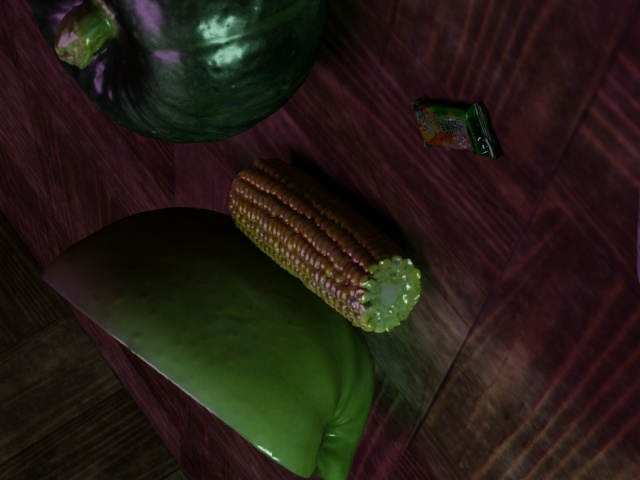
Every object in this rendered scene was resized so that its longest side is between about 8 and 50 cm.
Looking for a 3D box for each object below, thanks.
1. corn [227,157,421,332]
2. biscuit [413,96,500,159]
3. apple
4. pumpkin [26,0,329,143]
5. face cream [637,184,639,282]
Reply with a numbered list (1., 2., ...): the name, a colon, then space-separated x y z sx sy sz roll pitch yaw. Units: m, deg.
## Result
1. corn: 0.000 0.000 1.125 0.244 0.093 0.093 39 152 40
2. biscuit: 0.101 -0.088 0.885 0.089 0.016 0.046 21 138 58
3. apple: -0.104 0.129 1.248 0.360 0.320 0.311 32 130 27
4. pumpkin: -0.136 -0.221 0.947 0.300 0.207 0.300 40 150 28
5. face cream: 0.206 -0.076 0.579 0.082 0.082 0.269 39 151 40
